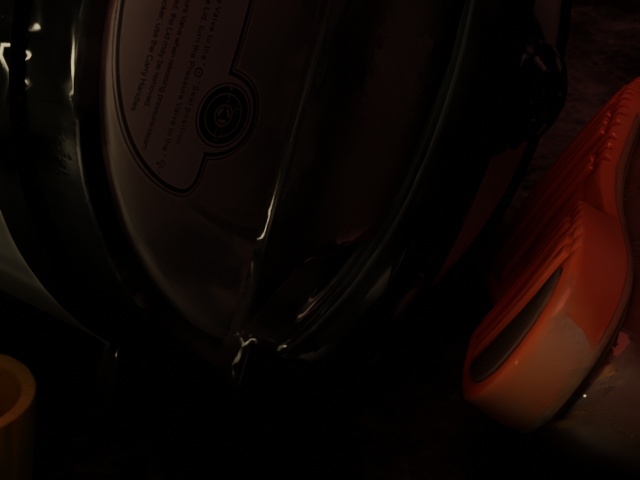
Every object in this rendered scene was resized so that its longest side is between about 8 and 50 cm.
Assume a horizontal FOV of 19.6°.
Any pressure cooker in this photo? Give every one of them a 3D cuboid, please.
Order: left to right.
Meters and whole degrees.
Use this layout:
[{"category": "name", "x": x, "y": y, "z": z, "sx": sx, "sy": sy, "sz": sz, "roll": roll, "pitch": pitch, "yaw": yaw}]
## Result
[{"category": "pressure cooker", "x": -0.068, "y": -0.132, "z": 0.961, "sx": 0.420, "sy": 0.370, "sz": 0.375, "roll": 22, "pitch": 52, "yaw": 40}]

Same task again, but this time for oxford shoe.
[{"category": "oxford shoe", "x": 0.170, "y": 0.022, "z": 0.999, "sx": 0.133, "sy": 0.130, "sz": 0.363, "roll": 35, "pitch": 30, "yaw": -3}]

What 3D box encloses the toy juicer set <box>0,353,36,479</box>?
[{"category": "toy juicer set", "x": -0.319, "y": 0.105, "z": 0.898, "sx": 0.329, "sy": 0.089, "sz": 0.209, "roll": -25, "pitch": 39, "yaw": -29}]
